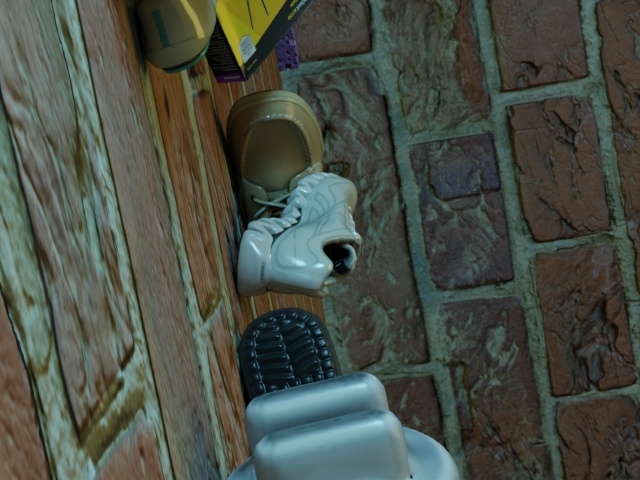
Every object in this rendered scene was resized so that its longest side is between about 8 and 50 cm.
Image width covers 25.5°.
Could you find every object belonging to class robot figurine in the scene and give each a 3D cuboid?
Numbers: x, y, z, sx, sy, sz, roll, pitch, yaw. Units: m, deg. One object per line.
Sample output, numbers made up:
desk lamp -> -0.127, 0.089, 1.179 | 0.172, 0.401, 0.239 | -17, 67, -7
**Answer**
robot figurine -> 0.029, 0.290, 1.156 | 0.300, 0.199, 0.354 | -105, -176, -72

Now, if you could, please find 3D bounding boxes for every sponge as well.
sponge -> -0.057, -0.338, 1.868 | 0.210, 0.031, 0.117 | 80, 3, -50

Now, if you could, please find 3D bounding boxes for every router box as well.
router box -> -0.083, -0.279, 1.579 | 0.179, 0.046, 0.133 | -56, 134, -41

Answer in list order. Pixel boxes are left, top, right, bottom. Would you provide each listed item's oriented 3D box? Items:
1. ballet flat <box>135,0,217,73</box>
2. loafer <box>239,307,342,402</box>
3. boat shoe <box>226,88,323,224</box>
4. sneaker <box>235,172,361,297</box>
ballet flat -> -0.127, -0.236, 1.263 | 0.248, 0.086, 0.086 | -95, 174, -59
loafer -> 0.004, 0.255, 1.507 | 0.130, 0.133, 0.366 | 74, 6, -66
boat shoe -> -0.046, -0.063, 1.839 | 0.341, 0.121, 0.110 | 79, 1, -56
sneaker -> 0.000, 0.000, 1.708 | 0.292, 0.118, 0.110 | -48, 144, -60
